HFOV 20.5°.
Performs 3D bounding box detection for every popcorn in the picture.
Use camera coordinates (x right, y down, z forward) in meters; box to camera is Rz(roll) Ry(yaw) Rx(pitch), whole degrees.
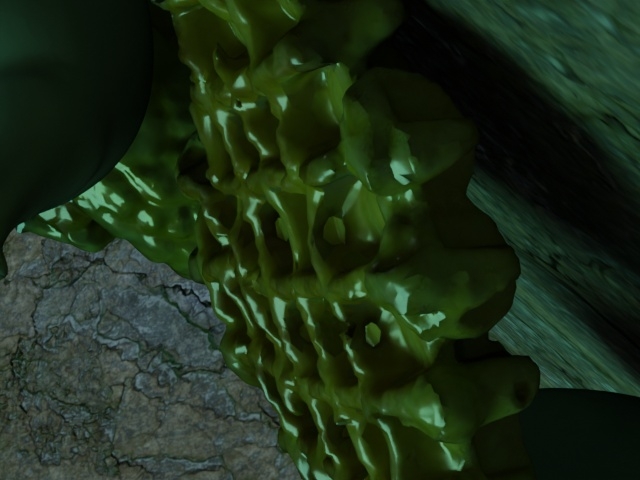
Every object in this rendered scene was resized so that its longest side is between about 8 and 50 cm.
[{"bbox_3d":[-0.076,-0.056,0.882,0.174,0.142,0.173,15,176,1],"label":"popcorn"}]

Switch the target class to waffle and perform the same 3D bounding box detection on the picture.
[{"bbox_3d":[0.001,0.000,0.599,0.249,0.056,0.253,51,159,48],"label":"waffle"}]

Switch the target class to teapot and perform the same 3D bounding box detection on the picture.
[{"bbox_3d":[-0.175,-0.143,0.660,0.220,0.149,0.318,19,135,56],"label":"teapot"}]

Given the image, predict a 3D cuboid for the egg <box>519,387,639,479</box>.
[{"bbox_3d":[0.115,0.204,0.733,0.276,0.276,0.389,42,179,-22],"label":"egg"}]
